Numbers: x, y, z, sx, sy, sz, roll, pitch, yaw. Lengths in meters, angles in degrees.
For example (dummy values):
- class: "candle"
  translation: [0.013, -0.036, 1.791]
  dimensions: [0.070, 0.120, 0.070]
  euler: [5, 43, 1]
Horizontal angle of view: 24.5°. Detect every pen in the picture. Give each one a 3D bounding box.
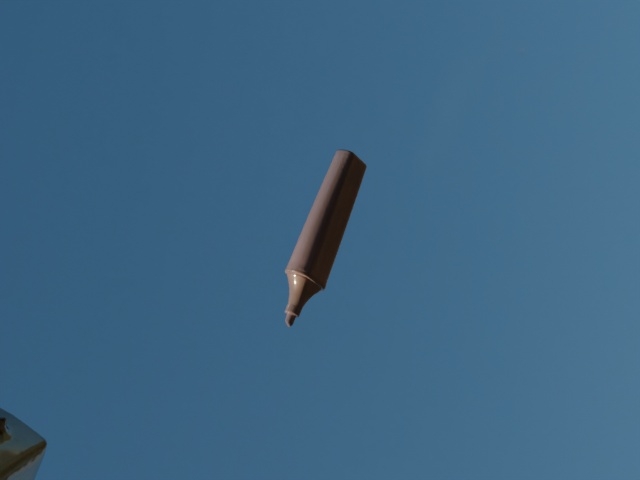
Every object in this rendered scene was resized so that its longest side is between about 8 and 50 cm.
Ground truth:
- class: "pen"
  translation: [0.000, 0.000, 1.554]
  dimensions: [0.053, 0.032, 0.197]
  euler: [41, -115, -49]

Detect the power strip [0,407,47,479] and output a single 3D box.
- class: "power strip"
  translation: [-0.236, 0.213, 0.880]
  dimensions: [0.272, 0.052, 0.078]
  euler: [-66, -14, 23]
